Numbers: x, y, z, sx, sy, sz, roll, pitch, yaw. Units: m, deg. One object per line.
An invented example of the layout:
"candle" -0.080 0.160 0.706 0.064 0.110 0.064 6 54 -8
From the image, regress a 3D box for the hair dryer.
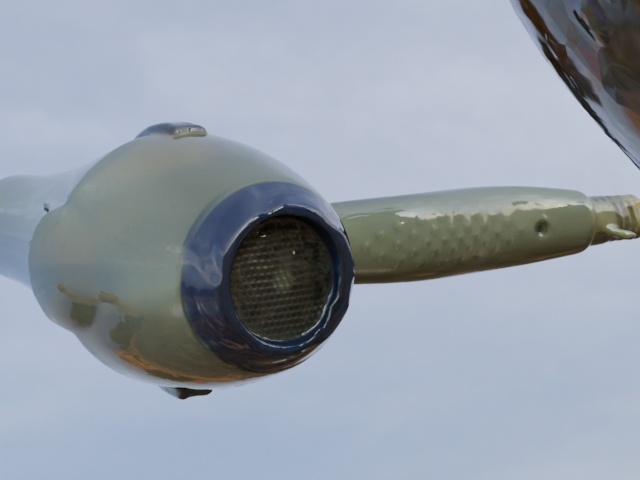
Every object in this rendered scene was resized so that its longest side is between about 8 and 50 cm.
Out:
"hair dryer" -0.041 -0.001 0.906 0.296 0.119 0.298 5 8 40

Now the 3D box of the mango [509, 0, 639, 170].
"mango" 0.181 -0.049 0.499 0.146 0.316 0.193 -52 -11 -25
